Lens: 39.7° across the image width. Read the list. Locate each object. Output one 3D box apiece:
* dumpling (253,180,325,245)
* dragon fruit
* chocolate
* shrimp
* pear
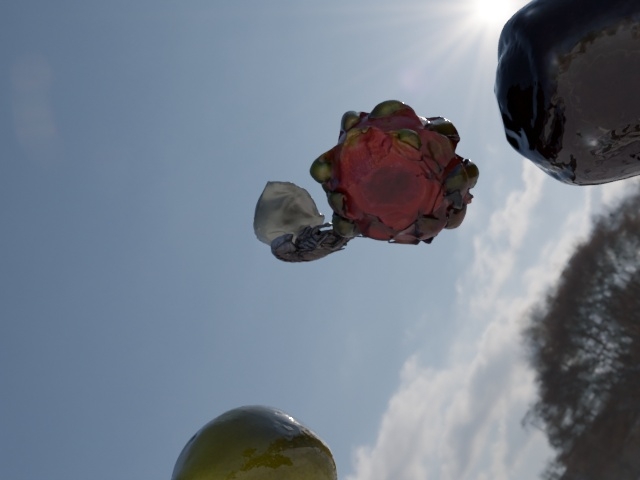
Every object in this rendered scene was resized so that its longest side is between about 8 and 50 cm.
[{"bbox_3d":[-0.057,-0.037,1.596,0.188,0.127,0.108,95,-168,-50],"label":"dumpling"},{"bbox_3d":[0.129,-0.087,1.392,0.307,0.227,0.243,50,-147,-32],"label":"dragon fruit"},{"bbox_3d":[0.438,-0.267,1.391,0.383,0.331,0.384,-14,-90,-77],"label":"chocolate"},{"bbox_3d":[0.000,0.000,1.443,0.165,0.057,0.065,-21,-45,9],"label":"shrimp"},{"bbox_3d":[-0.120,0.456,1.818,0.386,0.340,0.191,-11,-53,-62],"label":"pear"}]
